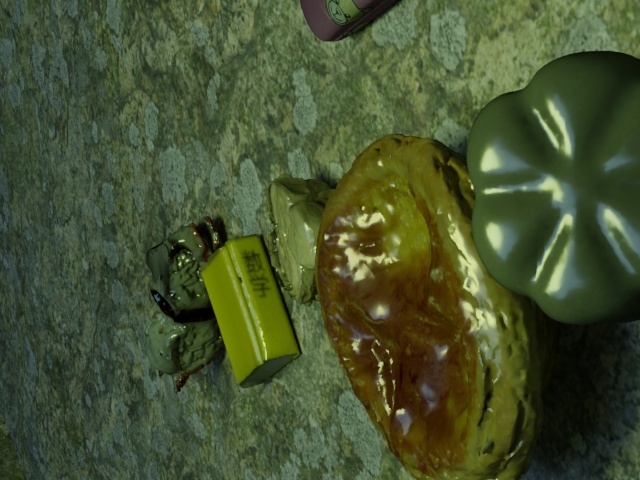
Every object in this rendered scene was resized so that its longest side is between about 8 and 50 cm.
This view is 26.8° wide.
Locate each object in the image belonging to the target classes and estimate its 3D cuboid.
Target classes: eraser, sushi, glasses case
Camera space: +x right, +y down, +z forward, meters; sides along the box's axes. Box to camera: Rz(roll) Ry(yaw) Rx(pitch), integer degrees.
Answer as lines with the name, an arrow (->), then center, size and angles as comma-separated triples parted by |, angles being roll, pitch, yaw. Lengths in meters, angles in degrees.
eraser -> -0.119, 0.115, 2.213 | 0.158, 0.069, 0.226 | -48, 59, 60
sushi -> -0.242, 0.108, 2.372 | 0.124, 0.130, 0.332 | 41, 136, 53
glasses case -> 0.055, -0.352, 1.702 | 0.316, 0.076, 0.123 | -27, 78, 61

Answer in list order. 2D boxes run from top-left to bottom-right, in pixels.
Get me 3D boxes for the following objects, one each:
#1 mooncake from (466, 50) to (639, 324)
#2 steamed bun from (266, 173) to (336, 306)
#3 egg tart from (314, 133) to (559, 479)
mooncake -> 0.262, -0.050, 1.279 | 0.275, 0.135, 0.275 | -2, 86, 30
steamed bun -> 0.000, 0.000, 1.915 | 0.192, 0.106, 0.177 | -140, 41, -61
egg tart -> 0.156, 0.086, 1.578 | 0.443, 0.178, 0.443 | 37, 134, 52
